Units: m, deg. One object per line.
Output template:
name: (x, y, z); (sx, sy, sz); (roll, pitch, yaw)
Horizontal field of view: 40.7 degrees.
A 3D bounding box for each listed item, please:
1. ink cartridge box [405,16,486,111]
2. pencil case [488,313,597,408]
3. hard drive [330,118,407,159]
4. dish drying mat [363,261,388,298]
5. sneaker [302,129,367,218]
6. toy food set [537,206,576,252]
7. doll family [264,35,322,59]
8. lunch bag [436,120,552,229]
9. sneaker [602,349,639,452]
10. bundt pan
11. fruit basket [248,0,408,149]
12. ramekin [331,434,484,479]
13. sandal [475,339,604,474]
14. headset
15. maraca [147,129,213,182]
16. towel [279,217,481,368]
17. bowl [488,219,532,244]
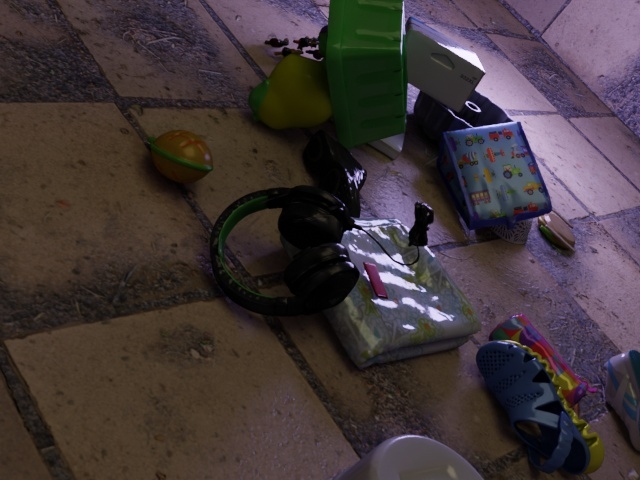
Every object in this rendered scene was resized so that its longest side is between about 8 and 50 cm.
ink cartridge box: (0.303, -0.476, 2.303); (0.223, 0.129, 0.307); (30, 20, -5)
pencil case: (0.467, 0.261, 1.834); (0.236, 0.104, 0.104); (47, 34, 17)
hard drive: (0.086, -0.350, 2.297); (0.308, 0.040, 0.203); (31, 33, -10)
dish drying mat: (0.105, 0.077, 1.655); (0.032, 0.008, 0.083); (12, 42, -35)
sneaker: (0.056, -0.136, 1.947); (0.130, 0.109, 0.286); (21, 37, -33)
toy food set: (0.668, -0.029, 2.448); (0.132, 0.038, 0.192); (42, 27, -5)
doll family: (-0.052, -0.509, 2.296); (0.193, 0.075, 0.111); (-4, 9, 13)
lunch bag: (0.455, -0.153, 2.241); (0.221, 0.138, 0.293); (-9, 53, -8)
sneaker: (0.698, 0.366, 1.936); (0.087, 0.092, 0.228); (17, 57, -31)
bundt pan: (0.406, -0.339, 2.488); (0.331, 0.124, 0.330); (23, 31, -15)
fruit basket: (0.019, -0.387, 2.037); (0.392, 0.392, 0.282); (21, 56, -23)
ramekin: (0.146, 0.427, 1.292); (0.277, 0.135, 0.277); (24, 35, -19)
sandal: (0.413, 0.329, 1.683); (0.138, 0.126, 0.317); (-13, 56, -45)
headset: (0.000, 0.000, 1.543); (0.395, 0.185, 0.243); (-3, 60, -7)
maraca: (-0.276, -0.169, 1.687); (0.127, 0.099, 0.186); (20, 10, -28)
towel: (0.127, 0.089, 1.741); (0.375, 0.090, 0.320); (-3, 49, -45)
bowl: (0.509, -0.077, 2.312); (0.170, 0.080, 0.170); (25, 35, -19)
